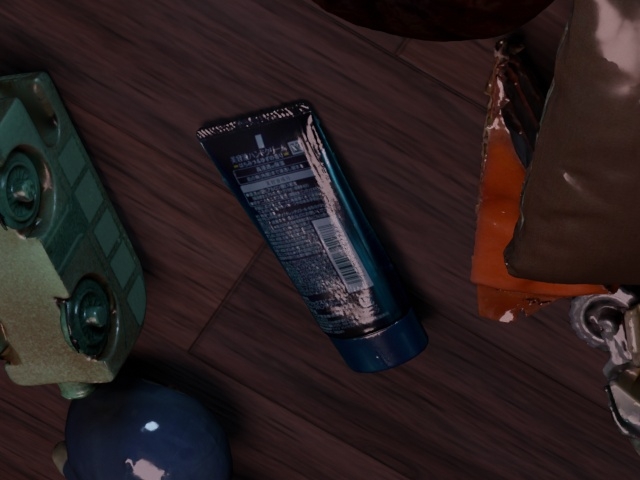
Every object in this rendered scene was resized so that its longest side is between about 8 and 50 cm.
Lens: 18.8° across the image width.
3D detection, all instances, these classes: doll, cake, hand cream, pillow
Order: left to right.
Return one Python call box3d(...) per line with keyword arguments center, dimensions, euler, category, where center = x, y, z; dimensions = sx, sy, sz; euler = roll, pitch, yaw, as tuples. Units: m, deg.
box3d(center=(-0.180, 0.239, 1.994), dimensions=(0.228, 0.154, 0.258), euler=(20, 134, 12), category="doll")
box3d(center=(0.000, 0.000, 1.698), dimensions=(0.120, 0.061, 0.270), euler=(-12, 123, 34), category="hand cream")
box3d(center=(0.172, -0.042, 1.530), dimensions=(0.135, 0.098, 0.287), euler=(10, 143, 20), category="cake")
box3d(center=(0.301, -0.079, 1.372), dimensions=(0.305, 0.108, 0.308), euler=(3, 136, -4), category="pillow")

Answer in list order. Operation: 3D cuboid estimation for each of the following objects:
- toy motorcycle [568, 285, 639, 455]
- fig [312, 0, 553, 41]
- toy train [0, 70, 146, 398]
box3d(center=(0.307, 0.118, 1.645), dimensions=(0.129, 0.094, 0.229), euler=(-16, 113, 33), category="toy motorcycle")
box3d(center=(0.062, -0.232, 1.302), dimensions=(0.235, 0.214, 0.235), euler=(-1, 153, 0), category="fig")
box3d(center=(-0.266, -0.002, 1.753), dimensions=(0.129, 0.159, 0.326), euler=(-3, 129, 27), category="toy train")
